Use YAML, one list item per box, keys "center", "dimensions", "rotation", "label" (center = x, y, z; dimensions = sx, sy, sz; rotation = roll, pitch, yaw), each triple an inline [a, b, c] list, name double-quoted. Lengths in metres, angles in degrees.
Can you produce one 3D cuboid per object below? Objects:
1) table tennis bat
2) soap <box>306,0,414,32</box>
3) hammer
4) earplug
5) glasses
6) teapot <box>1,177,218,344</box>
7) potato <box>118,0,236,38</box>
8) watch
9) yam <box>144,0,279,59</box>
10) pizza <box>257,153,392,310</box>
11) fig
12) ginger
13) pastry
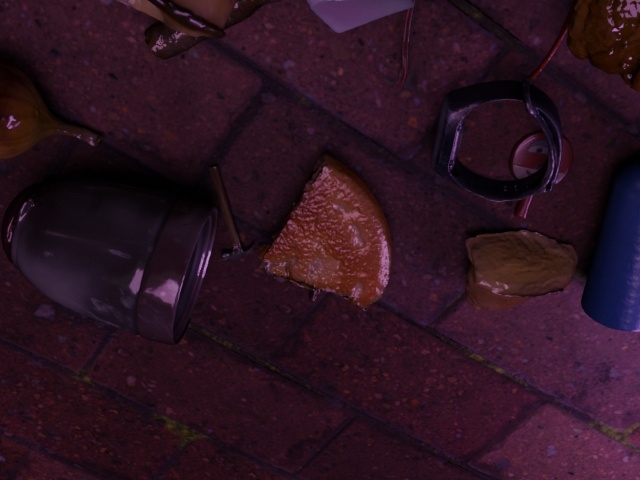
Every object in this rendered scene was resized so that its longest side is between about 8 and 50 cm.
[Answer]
- center: [0.342, -0.104, 1.231]
  dimensions: [0.098, 0.019, 0.154]
  rotation: [10, 121, -4]
  label: "table tennis bat"
- center: [-0.004, -0.413, 0.917]
  dimensions: [0.115, 0.208, 0.347]
  rotation: [-20, 122, 17]
  label: "soap"
- center: [-0.153, -0.045, 1.290]
  dimensions: [0.062, 0.017, 0.182]
  rotation: [-7, 123, 7]
  label: "hammer"
- center: [0.504, -0.001, 1.231]
  dimensions: [0.132, 0.132, 0.273]
  rotation: [0, 121, 2]
  label: "earplug"
- center: [0.229, -0.302, 1.039]
  dimensions: [0.234, 0.118, 0.268]
  rotation: [8, 124, -5]
  label: "glasses"
- center: [-0.346, 0.030, 1.252]
  dimensions: [0.312, 0.233, 0.315]
  rotation: [17, 150, 0]
  label: "teapot"
- center: [-0.192, -0.388, 0.940]
  dimensions: [0.242, 0.285, 0.242]
  rotation: [-23, 130, -30]
  label: "potato"
- center: [0.267, -0.149, 1.147]
  dimensions: [0.193, 0.068, 0.206]
  rotation: [9, 138, 5]
  label: "watch"
- center: [-0.126, -0.325, 1.072]
  dimensions: [0.253, 0.061, 0.061]
  rotation: [-23, 121, 15]
  label: "yam"
- center: [0.000, 0.000, 1.274]
  dimensions: [0.229, 0.081, 0.289]
  rotation: [-21, 121, 8]
  label: "pizza"
- center: [-0.454, -0.169, 1.147]
  dimensions: [0.160, 0.143, 0.231]
  rotation: [-9, 138, 46]
  label: "fig"
- center: [0.335, 0.063, 1.308]
  dimensions: [0.193, 0.115, 0.122]
  rotation: [-2, 146, -5]
  label: "ginger"
- center: [0.412, -0.314, 0.961]
  dimensions: [0.132, 0.240, 0.235]
  rotation: [30, 102, 16]
  label: "pastry"
